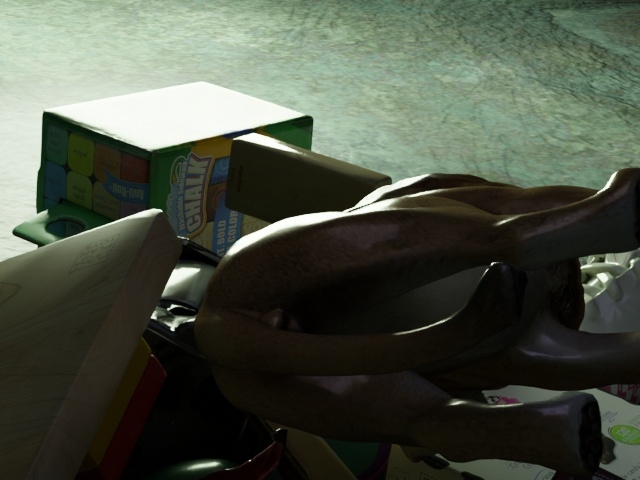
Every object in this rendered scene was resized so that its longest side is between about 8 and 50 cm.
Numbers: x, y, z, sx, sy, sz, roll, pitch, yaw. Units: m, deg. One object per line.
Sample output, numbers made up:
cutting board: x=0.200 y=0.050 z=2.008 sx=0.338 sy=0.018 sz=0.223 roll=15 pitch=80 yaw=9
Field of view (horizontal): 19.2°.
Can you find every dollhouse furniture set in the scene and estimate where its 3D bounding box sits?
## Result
dollhouse furniture set: x=0.000 y=0.000 z=1.334 sx=0.144 sy=0.151 sz=0.123 roll=19 pitch=23 yaw=29

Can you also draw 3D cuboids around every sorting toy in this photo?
sorting toy: x=-0.192 y=0.124 z=0.889 sx=0.257 sy=0.089 sz=0.255 roll=-18 pitch=28 yaw=25

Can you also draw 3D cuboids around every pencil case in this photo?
pencil case: x=0.041 y=0.110 z=1.111 sx=0.070 sy=0.064 sz=0.151 roll=-22 pitch=-11 yaw=21

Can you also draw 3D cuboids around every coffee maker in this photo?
coffee maker: x=-0.055 y=0.079 z=1.118 sx=0.171 sy=0.120 sz=0.178 roll=5 pitch=14 yaw=4

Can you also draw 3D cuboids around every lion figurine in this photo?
lion figurine: x=0.040 y=0.028 z=0.825 sx=0.240 sy=0.142 sz=0.392 roll=1 pitch=-6 yaw=23

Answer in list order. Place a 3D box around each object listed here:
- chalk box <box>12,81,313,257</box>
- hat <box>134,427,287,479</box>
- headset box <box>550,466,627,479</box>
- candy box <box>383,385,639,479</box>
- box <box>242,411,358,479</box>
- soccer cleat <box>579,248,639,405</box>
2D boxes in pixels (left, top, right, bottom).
chalk box: x=-0.127 y=-0.031 z=1.411 sx=0.132 sy=0.132 sz=0.213 roll=22 pitch=25 yaw=38
hat: x=-0.065 y=0.116 z=0.940 sx=0.208 sy=0.184 sz=0.173 roll=18 pitch=25 yaw=29
headset box: x=0.173 y=0.218 z=0.742 sx=0.218 sy=0.110 sz=0.293 roll=26 pitch=19 yaw=-6
candy box: x=0.154 y=0.153 z=1.042 sx=0.196 sy=0.070 sz=0.165 roll=25 pitch=27 yaw=28
box: x=0.016 y=0.146 z=0.937 sx=0.021 sy=0.164 sz=0.201 roll=-33 pitch=29 yaw=-8
soccer cleat: x=0.201 y=0.042 z=1.282 sx=0.116 sy=0.143 sz=0.331 roll=20 pitch=25 yaw=35
